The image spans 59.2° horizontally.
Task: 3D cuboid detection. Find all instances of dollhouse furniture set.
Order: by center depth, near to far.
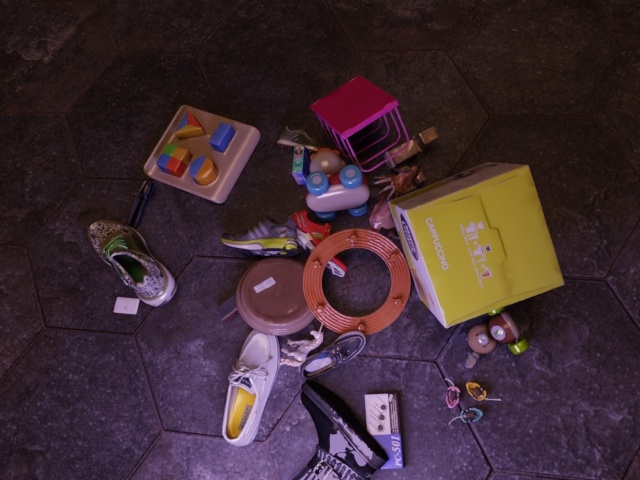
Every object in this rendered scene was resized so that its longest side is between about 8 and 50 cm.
[{"bbox_3d":[0.330,-0.267,1.915,0.182,0.101,0.160,-28,92,-2],"label":"dollhouse furniture set"}]

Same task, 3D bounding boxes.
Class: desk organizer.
[{"bbox_3d":[-0.274,0.210,1.836,0.130,0.050,0.047,-37,68,-5],"label":"desk organizer"}]

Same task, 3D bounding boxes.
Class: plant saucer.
[{"bbox_3d":[-0.133,0.168,1.798,0.278,0.041,0.277,1,60,-2],"label":"plant saucer"}]

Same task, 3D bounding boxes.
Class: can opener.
[{"bbox_3d":[-0.652,-0.136,2.029,0.059,0.073,0.186,21,83,8],"label":"can opener"}]

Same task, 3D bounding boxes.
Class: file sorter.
[{"bbox_3d":[0.134,-0.382,1.864,0.202,0.182,0.290,-32,37,-2],"label":"file sorter"}]

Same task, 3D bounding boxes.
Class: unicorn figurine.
[{"bbox_3d":[-0.056,0.329,1.733,0.111,0.060,0.161,1,48,25],"label":"unicorn figurine"}]

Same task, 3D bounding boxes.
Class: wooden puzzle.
[{"bbox_3d":[-0.439,-0.332,2.054,0.348,0.080,0.322,22,74,16],"label":"wooden puzzle"}]

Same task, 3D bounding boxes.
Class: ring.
[{"bbox_3d":[0.113,0.130,1.743,0.337,0.032,0.336,0,91,-2],"label":"ring"}]

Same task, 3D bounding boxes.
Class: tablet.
[{"bbox_3d":[-0.662,0.222,1.920,0.083,0.006,0.054,3,70,11],"label":"tablet"}]

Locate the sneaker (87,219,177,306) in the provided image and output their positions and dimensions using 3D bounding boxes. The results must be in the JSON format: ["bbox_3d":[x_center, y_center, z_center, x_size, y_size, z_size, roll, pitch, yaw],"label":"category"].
[{"bbox_3d":[-0.656,0.045,1.891,0.410,0.182,0.158,38,80,20],"label":"sneaker"}]

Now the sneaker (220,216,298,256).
[{"bbox_3d":[-0.195,-0.015,1.852,0.300,0.111,0.121,1,71,27],"label":"sneaker"}]

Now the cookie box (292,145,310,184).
[{"bbox_3d":[-0.067,-0.261,1.959,0.040,0.092,0.107,-2,69,12],"label":"cookie box"}]

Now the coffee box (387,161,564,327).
[{"bbox_3d":[0.417,-0.003,1.588,0.338,0.334,0.337,-20,98,2],"label":"coffee box"}]

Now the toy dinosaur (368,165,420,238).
[{"bbox_3d":[0.209,-0.099,1.793,0.127,0.200,0.295,19,74,16],"label":"toy dinosaur"}]

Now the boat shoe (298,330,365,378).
[{"bbox_3d":[0.037,0.350,1.704,0.229,0.076,0.080,-26,94,1],"label":"boat shoe"}]

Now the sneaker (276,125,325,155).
[{"bbox_3d":[-0.060,-0.360,2.009,0.192,0.064,0.086,16,78,18],"label":"sneaker"}]

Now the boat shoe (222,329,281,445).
[{"bbox_3d":[-0.221,0.424,1.688,0.136,0.156,0.367,12,72,14],"label":"boat shoe"}]

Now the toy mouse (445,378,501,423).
[{"bbox_3d":[0.413,0.475,1.631,0.161,0.031,0.143,32,77,19],"label":"toy mouse"}]

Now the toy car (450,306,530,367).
[{"bbox_3d":[0.482,0.284,1.643,0.188,0.149,0.155,-31,78,9],"label":"toy car"}]

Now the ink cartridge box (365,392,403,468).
[{"bbox_3d":[0.185,0.552,1.632,0.097,0.046,0.207,-5,69,9],"label":"ink cartridge box"}]

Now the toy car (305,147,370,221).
[{"bbox_3d":[0.046,-0.221,1.862,0.210,0.219,0.237,-11,63,5],"label":"toy car"}]

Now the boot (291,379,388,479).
[{"bbox_3d":[-0.003,0.597,1.603,0.260,0.131,0.348,-50,54,5],"label":"boot"}]

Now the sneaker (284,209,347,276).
[{"bbox_3d":[0.000,0.000,1.845,0.118,0.107,0.279,-39,69,-14],"label":"sneaker"}]
